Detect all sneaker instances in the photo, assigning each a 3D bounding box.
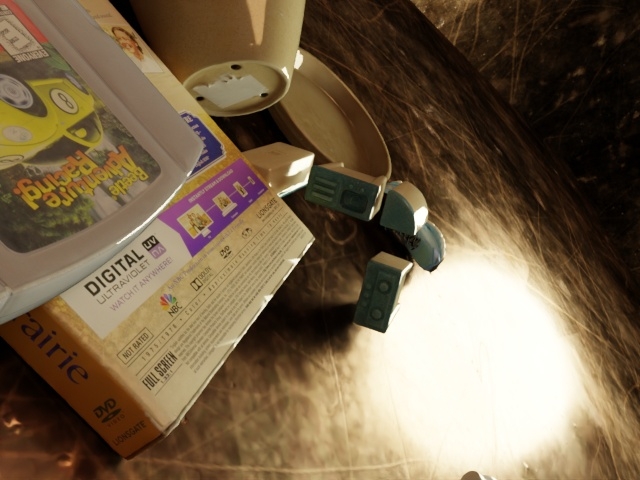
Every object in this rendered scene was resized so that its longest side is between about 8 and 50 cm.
[{"bbox_3d":[0.126,-0.018,0.909,0.073,0.063,0.162,-8,57,-40],"label":"sneaker"}]

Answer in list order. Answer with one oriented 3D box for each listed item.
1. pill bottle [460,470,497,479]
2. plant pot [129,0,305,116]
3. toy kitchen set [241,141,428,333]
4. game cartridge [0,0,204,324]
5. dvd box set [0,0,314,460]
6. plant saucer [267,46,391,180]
[{"bbox_3d":[0.190,0.289,0.659,0.083,0.043,0.043,41,31,-20],"label":"pill bottle"},{"bbox_3d":[-0.118,-0.296,0.694,0.256,0.256,0.274,7,69,-53],"label":"plant pot"},{"bbox_3d":[0.000,0.000,0.689,0.207,0.166,0.122,20,22,18],"label":"toy kitchen set"},{"bbox_3d":[-0.194,-0.063,0.361,0.196,0.060,0.294,52,30,-10],"label":"game cartridge"},{"bbox_3d":[-0.203,-0.082,0.482,0.420,0.062,0.308,48,29,-8],"label":"dvd box set"},{"bbox_3d":[0.006,-0.191,0.929,0.278,0.041,0.278,37,32,-28],"label":"plant saucer"}]
